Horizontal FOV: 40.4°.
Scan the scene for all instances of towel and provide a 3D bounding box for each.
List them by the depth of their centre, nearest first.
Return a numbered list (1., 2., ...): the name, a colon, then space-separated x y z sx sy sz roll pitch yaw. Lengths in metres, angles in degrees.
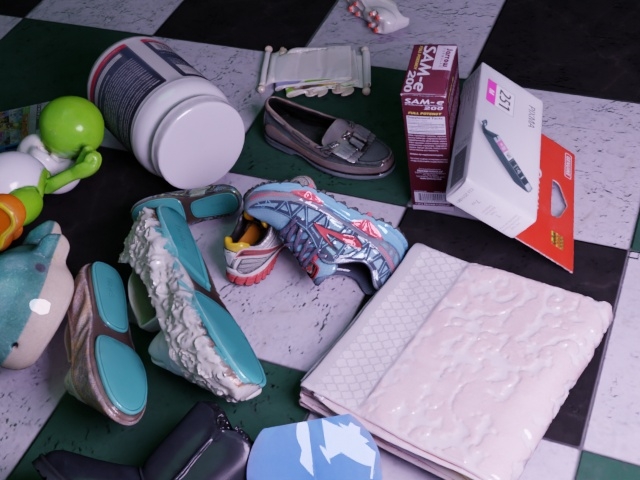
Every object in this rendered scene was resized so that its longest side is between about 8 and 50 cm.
1. towel: 0.181 0.152 1.170 0.317 0.053 0.332 20 51 33

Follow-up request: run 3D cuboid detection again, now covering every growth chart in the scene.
1. growth chart: -0.011 -0.334 1.712 0.237 0.021 0.172 2 48 12

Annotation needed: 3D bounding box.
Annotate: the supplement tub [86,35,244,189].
1. supplement tub: -0.276 -0.228 1.541 0.191 0.191 0.272 -32 49 -19

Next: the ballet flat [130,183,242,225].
1. ballet flat: -0.224 -0.058 1.472 0.188 0.070 0.070 -6 46 2

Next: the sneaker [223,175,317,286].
1. sneaker: -0.074 -0.030 1.386 0.088 0.093 0.225 17 51 26

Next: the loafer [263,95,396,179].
1. loafer: 0.006 -0.182 1.520 0.267 0.084 0.096 21 54 27

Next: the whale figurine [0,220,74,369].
1. whale figurine: -0.454 0.064 1.295 0.141 0.216 0.272 25 27 -24

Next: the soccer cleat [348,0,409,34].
1. soccer cleat: 0.113 -0.487 1.810 0.076 0.068 0.196 -12 45 -22

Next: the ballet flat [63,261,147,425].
1. ballet flat: -0.320 0.164 1.252 0.106 0.107 0.316 -41 37 15

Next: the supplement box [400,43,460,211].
1. supplement box: 0.180 -0.174 1.374 0.073 0.239 0.130 4 48 15

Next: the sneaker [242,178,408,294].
1. sneaker: 0.000 0.000 1.294 0.261 0.104 0.125 22 67 -5

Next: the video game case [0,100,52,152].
1. video game case: -0.579 -0.226 1.716 0.166 0.015 0.119 -12 47 -2

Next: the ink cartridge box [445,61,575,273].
1. ink cartridge box: 0.314 -0.115 1.328 0.239 0.060 0.275 28 48 -15

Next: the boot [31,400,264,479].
1. boot: -0.213 0.286 1.109 0.246 0.094 0.207 29 61 24

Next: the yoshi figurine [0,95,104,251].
1. yoshi figurine: -0.475 -0.139 1.441 0.203 0.204 0.362 -15 21 22

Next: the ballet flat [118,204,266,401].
1. ballet flat: -0.202 0.110 1.276 0.147 0.147 0.409 -22 44 -11

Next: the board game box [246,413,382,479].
1. board game box: -0.008 0.293 1.089 0.168 0.033 0.133 -9 80 -8
